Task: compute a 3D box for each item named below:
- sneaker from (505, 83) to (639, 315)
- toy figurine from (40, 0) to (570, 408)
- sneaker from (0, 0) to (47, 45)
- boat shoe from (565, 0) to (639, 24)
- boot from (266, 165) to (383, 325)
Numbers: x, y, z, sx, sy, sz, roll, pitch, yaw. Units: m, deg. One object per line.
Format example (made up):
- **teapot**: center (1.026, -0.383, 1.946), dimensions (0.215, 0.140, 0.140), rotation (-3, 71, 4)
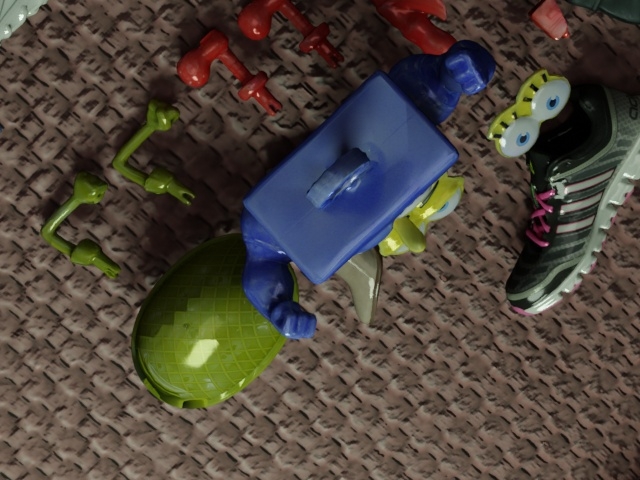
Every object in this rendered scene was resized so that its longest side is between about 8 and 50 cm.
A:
- **sneaker**: center (0.160, -0.033, 1.013), dimensions (0.074, 0.063, 0.170), rotation (26, 102, -18)
- **toy figurine**: center (-0.018, -0.043, 0.873), dimensions (0.362, 0.217, 0.191), rotation (-41, 94, 9)
- **sneaker**: center (-0.185, -0.152, 0.870), dimensions (0.115, 0.090, 0.232), rotation (17, 87, -25)
- **boat shoe**: center (0.195, -0.289, 0.880), dimensions (0.113, 0.127, 0.340), rotation (8, 116, 13)
- **boot**: center (0.000, 0.000, 1.018), dimensions (0.087, 0.042, 0.118), rotation (3, 111, -3)
